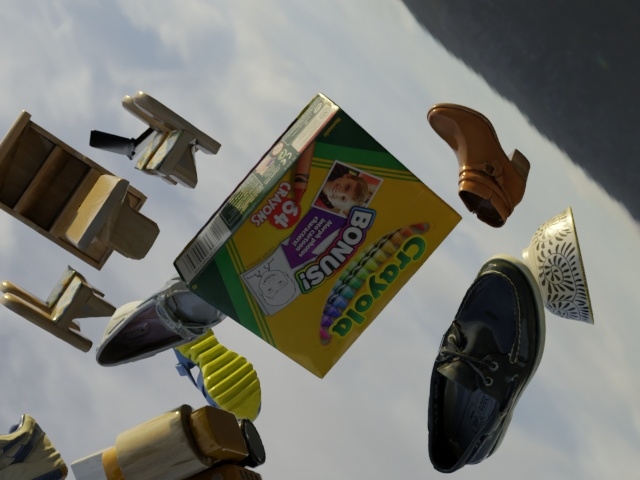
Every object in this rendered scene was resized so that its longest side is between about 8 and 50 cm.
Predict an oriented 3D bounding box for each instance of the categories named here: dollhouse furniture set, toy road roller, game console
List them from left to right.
[{"bbox_3d":[-0.395,-0.070,1.680,0.256,0.362,0.394,34,174,-18],"label":"dollhouse furniture set"},{"bbox_3d":[-0.323,-0.181,1.783,0.071,0.107,0.122,46,165,-5],"label":"game console"},{"bbox_3d":[-0.206,0.438,1.859,0.240,0.202,0.329,69,-170,25],"label":"toy road roller"}]

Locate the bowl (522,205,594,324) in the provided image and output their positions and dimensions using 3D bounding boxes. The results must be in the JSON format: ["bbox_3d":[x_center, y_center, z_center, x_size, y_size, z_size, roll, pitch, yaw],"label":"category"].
[{"bbox_3d":[0.330,0.041,1.504,0.170,0.080,0.170,-10,-90,-76],"label":"bowl"}]

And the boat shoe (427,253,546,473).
[{"bbox_3d":[0.205,0.179,1.439,0.127,0.340,0.113,35,-139,28],"label":"boat shoe"}]

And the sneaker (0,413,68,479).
[{"bbox_3d":[-0.506,0.336,1.502,0.296,0.112,0.131,-13,-115,-52],"label":"sneaker"}]

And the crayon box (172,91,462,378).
[{"bbox_3d":[0.000,0.000,1.726,0.313,0.363,0.106,38,-174,-32],"label":"crayon box"}]

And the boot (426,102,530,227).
[{"bbox_3d":[0.231,-0.117,1.639,0.197,0.073,0.152,33,-133,-1],"label":"boot"}]

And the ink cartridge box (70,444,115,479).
[{"bbox_3d":[-0.390,0.492,2.094,0.045,0.145,0.179,-26,-87,-78],"label":"ink cartridge box"}]

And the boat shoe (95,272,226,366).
[{"bbox_3d":[-0.273,0.144,1.855,0.118,0.320,0.103,51,-138,-21],"label":"boat shoe"}]

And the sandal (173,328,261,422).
[{"bbox_3d":[-0.236,0.303,2.393,0.317,0.126,0.138,47,146,36],"label":"sandal"}]
